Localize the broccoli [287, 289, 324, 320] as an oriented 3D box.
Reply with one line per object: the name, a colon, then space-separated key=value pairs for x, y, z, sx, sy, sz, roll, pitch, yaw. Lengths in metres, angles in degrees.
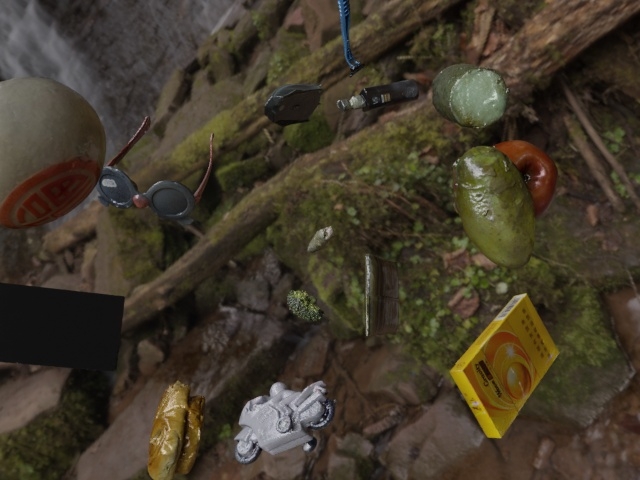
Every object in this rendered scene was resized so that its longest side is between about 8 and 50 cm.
broccoli: x=-0.038 y=0.178 z=1.712 sx=0.097 sy=0.095 sz=0.092 roll=-7 pitch=20 yaw=45

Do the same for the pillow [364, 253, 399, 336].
pillow: x=0.163 y=0.147 z=1.618 sx=0.052 sy=0.212 sz=0.208 roll=-4 pitch=82 yaw=25

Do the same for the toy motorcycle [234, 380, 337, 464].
toy motorcycle: x=-0.087 y=0.390 z=1.382 sx=0.260 sy=0.110 sz=0.170 roll=-30 pitch=40 yaw=14

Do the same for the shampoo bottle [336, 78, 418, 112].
shampoo bottle: x=0.145 y=-0.364 z=1.571 sx=0.063 sy=0.208 sz=0.057 roll=-162 pitch=58 yaw=-74

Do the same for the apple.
apple: x=0.488 y=-0.145 z=1.575 sx=0.218 sy=0.218 sz=0.201 roll=-62 pitch=8 yaw=-8

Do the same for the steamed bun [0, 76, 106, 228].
steamed bun: x=-0.478 y=-0.124 z=1.012 sx=0.283 sy=0.177 sz=0.283 roll=-37 pitch=-8 yaw=-6

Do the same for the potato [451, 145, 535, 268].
potato: x=0.401 y=-0.075 z=1.414 sx=0.176 sy=0.298 sz=0.141 roll=-19 pitch=5 yaw=-11

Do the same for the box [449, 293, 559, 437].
box: x=0.363 y=0.236 z=1.195 sx=0.269 sy=0.152 sz=0.043 roll=-35 pitch=6 yaw=-38

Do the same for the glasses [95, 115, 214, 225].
glasses: x=-0.366 y=-0.164 z=1.438 sx=0.268 sy=0.234 sz=0.118 roll=-72 pitch=-8 yaw=-51

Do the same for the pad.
pad: x=-0.684 y=0.210 z=1.529 sx=0.247 sy=0.368 sz=0.007 roll=-100 pitch=25 yaw=-46

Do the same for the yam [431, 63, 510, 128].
yam: x=0.472 y=-0.470 z=1.989 sx=0.195 sy=0.195 sz=0.300 roll=-52 pitch=14 yaw=12

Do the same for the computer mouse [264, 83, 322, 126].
computer mouse: x=-0.083 y=-0.411 z=1.821 sx=0.071 sy=0.231 sz=0.126 roll=43 pitch=131 yaw=24

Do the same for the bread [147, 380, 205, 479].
bread: x=-0.367 y=0.487 z=1.559 sx=0.236 sy=0.120 sz=0.198 roll=-93 pitch=23 yaw=-52

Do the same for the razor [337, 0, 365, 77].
razor: x=0.081 y=-0.620 z=1.837 sx=0.042 sy=0.253 sz=0.082 roll=13 pitch=42 yaw=32

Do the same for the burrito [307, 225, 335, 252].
burrito: x=-0.001 y=-0.002 z=1.715 sx=0.058 sy=0.045 sz=0.188 roll=-32 pitch=-5 yaw=-20
